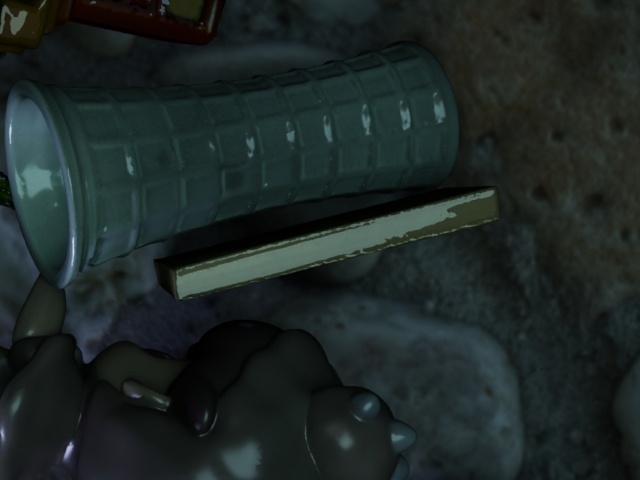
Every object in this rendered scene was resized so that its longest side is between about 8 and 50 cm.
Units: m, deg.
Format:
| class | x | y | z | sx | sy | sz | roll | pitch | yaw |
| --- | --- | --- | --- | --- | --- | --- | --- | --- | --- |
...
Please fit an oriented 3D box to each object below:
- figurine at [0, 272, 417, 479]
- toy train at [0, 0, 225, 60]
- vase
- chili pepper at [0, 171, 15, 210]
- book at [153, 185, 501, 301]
| class | x | y | z | sx | sy | sz | roll | pitch | yaw |
| --- | --- | --- | --- | --- | --- | --- | --- | --- | --- |
| figurine | -0.137 | 0.143 | 1.149 | 0.380 | 0.248 | 0.203 | 14 | 56 | -10 |
| toy train | -0.163 | -0.268 | 1.135 | 0.231 | 0.163 | 0.369 | 12 | 94 | -25 |
| vase | -0.056 | -0.064 | 1.166 | 0.299 | 0.143 | 0.143 | -11 | 99 | -25 |
| chili pepper | -0.267 | -0.031 | 1.203 | 0.118 | 0.035 | 0.055 | -17 | 112 | -19 |
| book | 0.000 | 0.000 | 1.192 | 0.231 | 0.161 | 0.026 | -14 | 94 | -9 |
